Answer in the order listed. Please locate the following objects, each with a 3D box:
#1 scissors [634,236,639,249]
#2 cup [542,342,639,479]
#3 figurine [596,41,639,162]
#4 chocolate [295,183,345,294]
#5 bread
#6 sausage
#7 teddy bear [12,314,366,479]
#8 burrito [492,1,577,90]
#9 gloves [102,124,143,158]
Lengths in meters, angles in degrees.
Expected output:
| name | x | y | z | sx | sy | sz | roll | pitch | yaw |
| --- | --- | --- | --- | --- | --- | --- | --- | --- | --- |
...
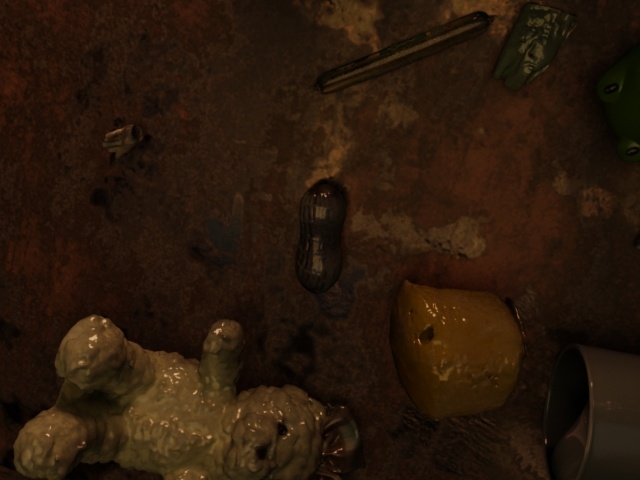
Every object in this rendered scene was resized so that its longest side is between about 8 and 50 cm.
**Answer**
| name | x | y | z | sx | sy | sz | roll | pitch | yaw |
| --- | --- | --- | --- | --- | --- | --- | --- | --- | --- |
| scissors | 0.495 | -0.061 | 0.873 | 0.027 | 0.101 | 0.204 | 36 | 120 | 9 |
| cup | 0.481 | 0.267 | 0.891 | 0.312 | 0.205 | 0.205 | 10 | 106 | 5 |
| figurine | 0.474 | -0.197 | 0.813 | 0.263 | 0.143 | 0.162 | -25 | 106 | -3 |
| chocolate | 0.000 | 0.000 | 0.963 | 0.072 | 0.072 | 0.167 | 7 | 103 | 7 |
| bread | 0.183 | 0.150 | 0.926 | 0.170 | 0.197 | 0.197 | -3 | 104 | -4 |
| sausage | 0.110 | -0.255 | 0.899 | 0.269 | 0.033 | 0.033 | -19 | 101 | 13 |
| teddy bear | -0.148 | 0.283 | 0.940 | 0.362 | 0.375 | 0.327 | 17 | 78 | 21 |
| burrito | 0.282 | -0.254 | 0.869 | 0.074 | 0.044 | 0.118 | 25 | 103 | -3 |
| gloves | -0.291 | -0.149 | 0.983 | 0.081 | 0.037 | 0.044 | -9 | 77 | 21 |
